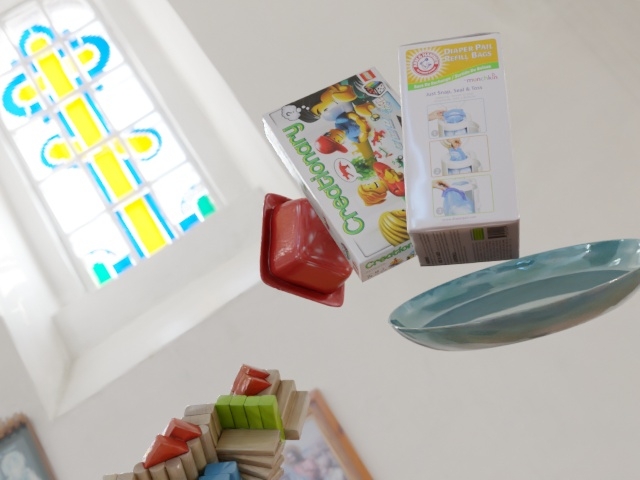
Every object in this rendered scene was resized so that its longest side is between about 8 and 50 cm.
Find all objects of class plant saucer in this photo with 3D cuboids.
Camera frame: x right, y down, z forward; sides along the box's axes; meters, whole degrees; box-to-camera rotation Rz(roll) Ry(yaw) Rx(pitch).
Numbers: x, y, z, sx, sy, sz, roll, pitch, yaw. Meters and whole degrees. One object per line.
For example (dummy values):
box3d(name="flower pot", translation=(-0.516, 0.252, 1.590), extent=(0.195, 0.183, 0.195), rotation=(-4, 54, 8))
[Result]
box3d(name="plant saucer", translation=(0.236, 0.065, 0.903), extent=(0.317, 0.044, 0.317), rotation=(-19, 4, 1))

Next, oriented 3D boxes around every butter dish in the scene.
box3d(name="butter dish", translation=(0.000, 0.000, 1.154), extent=(0.159, 0.160, 0.118), rotation=(20, -33, -31))

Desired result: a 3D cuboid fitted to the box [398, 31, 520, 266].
box3d(name="box", translation=(0.139, -0.089, 0.776), extent=(0.103, 0.203, 0.114), rotation=(-5, -20, 12))

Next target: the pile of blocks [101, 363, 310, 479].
box3d(name="pile of blocks", translation=(-0.144, 0.273, 1.010), extent=(0.362, 0.148, 0.113), rotation=(-40, -50, -42))

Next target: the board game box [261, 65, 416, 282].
box3d(name="board game box", translation=(0.068, -0.104, 1.090), extent=(0.192, 0.305, 0.053), rotation=(-26, -33, -11))
